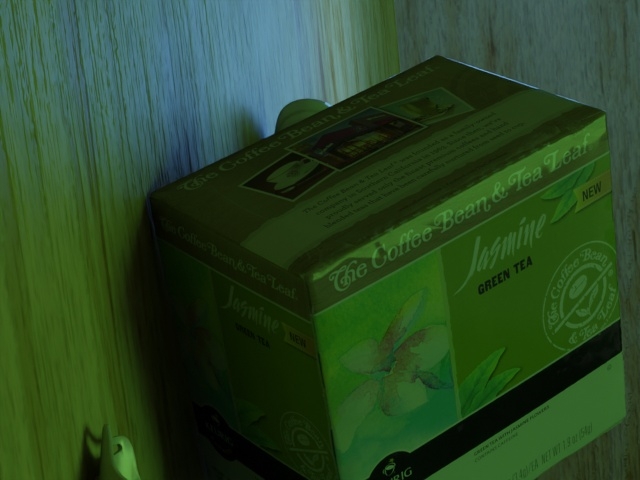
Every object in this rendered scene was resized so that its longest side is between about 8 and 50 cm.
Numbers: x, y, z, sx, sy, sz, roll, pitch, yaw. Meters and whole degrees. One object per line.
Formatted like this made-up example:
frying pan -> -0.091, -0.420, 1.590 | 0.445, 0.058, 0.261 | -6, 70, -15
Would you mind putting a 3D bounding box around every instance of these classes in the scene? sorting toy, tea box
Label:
sorting toy -> -0.139, 0.168, 1.147 | 0.083, 0.045, 0.075 | 61, 20, -69
tea box -> 0.068, 0.061, 1.419 | 0.329, 0.220, 0.323 | -29, 124, -29

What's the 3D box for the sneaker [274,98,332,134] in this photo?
sneaker -> 0.000, 0.000, 1.866 | 0.169, 0.108, 0.292 | -85, 169, -57
